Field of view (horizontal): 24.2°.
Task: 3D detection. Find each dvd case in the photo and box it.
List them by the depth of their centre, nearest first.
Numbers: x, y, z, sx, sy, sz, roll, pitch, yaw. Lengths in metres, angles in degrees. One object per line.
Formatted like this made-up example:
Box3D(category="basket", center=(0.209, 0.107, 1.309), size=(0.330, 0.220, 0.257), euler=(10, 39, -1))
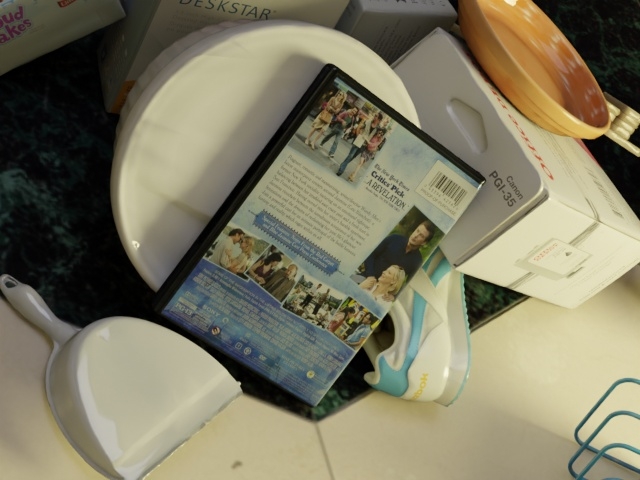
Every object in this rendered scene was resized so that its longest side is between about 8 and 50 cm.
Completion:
Box3D(category="dvd case", center=(0.000, 0.000, 1.258), size=(0.180, 0.253, 0.022), euler=(34, 6, -26))

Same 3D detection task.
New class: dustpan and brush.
Box3D(category="dustpan and brush", center=(-0.186, 0.095, 1.226), size=(0.211, 0.060, 0.147), euler=(47, 50, 5))

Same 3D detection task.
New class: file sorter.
Box3D(category="file sorter", center=(0.278, 0.226, 1.323), size=(0.105, 0.118, 0.170), euler=(24, 44, -3))

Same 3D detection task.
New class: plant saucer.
Box3D(category="plant saucer", center=(0.196, -0.171, 1.410), size=(0.200, 0.037, 0.200), euler=(37, 29, -25))

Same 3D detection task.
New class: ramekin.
Box3D(category="ramekin", center=(-0.057, -0.068, 1.297), size=(0.273, 0.272, 0.127), euler=(10, 16, -22))

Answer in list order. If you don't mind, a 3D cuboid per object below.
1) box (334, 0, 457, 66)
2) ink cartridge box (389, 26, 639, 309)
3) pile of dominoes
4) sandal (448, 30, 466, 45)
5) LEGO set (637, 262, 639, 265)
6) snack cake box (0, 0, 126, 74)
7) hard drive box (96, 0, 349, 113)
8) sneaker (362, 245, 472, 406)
Box3D(category="box", center=(0.021, -0.234, 1.535), size=(0.119, 0.182, 0.181), euler=(-4, 55, -33))
Box3D(category="ink cartridge box", center=(0.180, -0.062, 1.436), size=(0.283, 0.117, 0.207), euler=(18, 37, -57))
Box3D(category="pile of dominoes", center=(0.230, -0.184, 1.578), size=(0.251, 0.040, 0.196), euler=(29, 11, -29))
Box3D(category="sandal", center=(0.086, -0.226, 1.675), size=(0.179, 0.040, 0.067), euler=(23, 37, 11))
Box3D(category="LEGO set", center=(0.459, -0.051, 1.567), size=(0.331, 0.255, 0.192), euler=(-44, 107, -34))
Box3D(category="snack cake box", center=(-0.303, -0.299, 1.425), size=(0.152, 0.089, 0.264), euler=(-24, 60, -1))
Box3D(category="hard drive box", center=(-0.091, -0.216, 1.419), size=(0.181, 0.232, 0.089), euler=(6, 49, -24))
Box3D(category="sneaker", center=(0.077, 0.045, 1.390), size=(0.092, 0.087, 0.228), euler=(11, 46, -20))
